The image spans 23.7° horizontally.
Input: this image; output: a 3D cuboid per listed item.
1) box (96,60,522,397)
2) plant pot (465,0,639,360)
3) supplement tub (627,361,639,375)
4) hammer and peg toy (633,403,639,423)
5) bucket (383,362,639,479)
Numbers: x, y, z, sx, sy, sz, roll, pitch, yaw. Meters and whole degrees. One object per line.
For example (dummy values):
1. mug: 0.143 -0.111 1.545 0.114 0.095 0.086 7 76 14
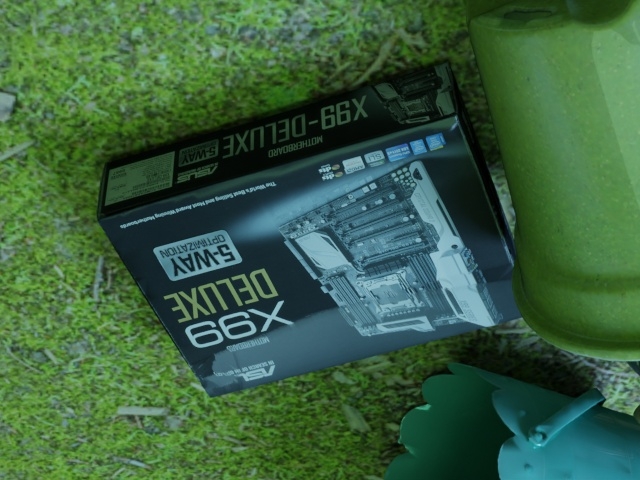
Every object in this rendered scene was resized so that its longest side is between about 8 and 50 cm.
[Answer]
1. box: 0.000 0.000 1.293 0.307 0.076 0.242 -15 132 12
2. plant pot: 0.229 -0.096 1.110 0.276 0.276 0.254 -19 120 15
3. supplement tub: 0.297 0.041 1.262 0.117 0.190 0.117 -1 133 -1
4. hammer and peg toy: 0.466 0.231 1.391 0.127 0.266 0.361 -49 134 8
5. bucket: 0.183 0.257 1.415 0.183 0.281 0.281 14 131 -17
